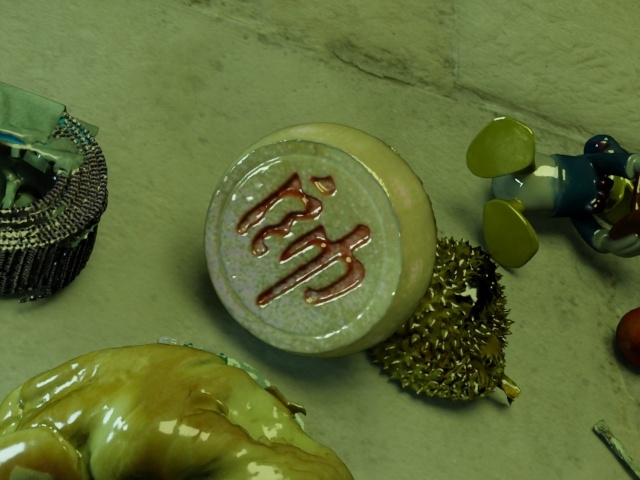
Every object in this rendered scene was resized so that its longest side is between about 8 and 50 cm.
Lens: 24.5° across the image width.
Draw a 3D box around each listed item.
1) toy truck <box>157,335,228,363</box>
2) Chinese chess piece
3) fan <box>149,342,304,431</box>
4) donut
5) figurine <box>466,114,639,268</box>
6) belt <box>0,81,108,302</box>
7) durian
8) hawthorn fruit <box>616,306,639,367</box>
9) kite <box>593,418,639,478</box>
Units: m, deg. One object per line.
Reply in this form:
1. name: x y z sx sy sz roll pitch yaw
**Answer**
1. toy truck: -0.146 0.133 1.621 0.083 0.044 0.039 19 35 -11
2. Chinese chess piece: 0.000 0.000 1.683 0.270 0.270 0.112 39 22 13
3. fan: -0.118 0.172 1.635 0.240 0.009 0.131 22 40 -6
4. donut: -0.134 0.252 1.287 0.360 0.360 0.170 24 38 -5
5. figurine: 0.387 -0.086 2.060 0.283 0.205 0.338 15 21 24
6. belt: -0.399 -0.070 1.649 0.324 0.122 0.260 20 48 -6
7. durian: 0.162 0.091 1.779 0.237 0.138 0.193 37 41 9
8. hawthorn fruit: 0.429 0.125 1.950 0.081 0.081 0.093 15 13 -16
9. kite: 0.431 0.318 1.791 0.268 0.013 0.323 45 41 17
